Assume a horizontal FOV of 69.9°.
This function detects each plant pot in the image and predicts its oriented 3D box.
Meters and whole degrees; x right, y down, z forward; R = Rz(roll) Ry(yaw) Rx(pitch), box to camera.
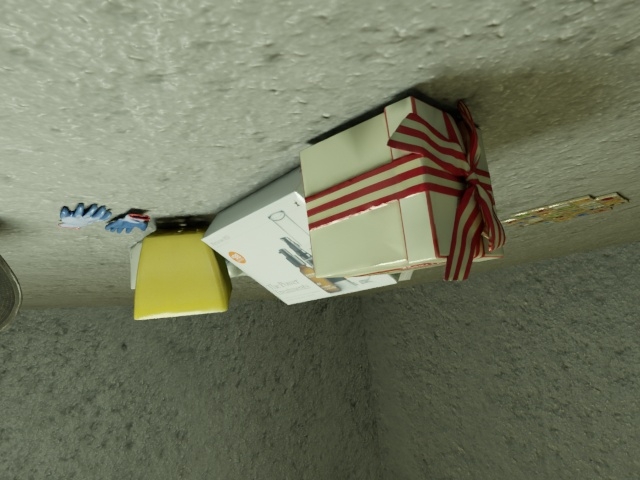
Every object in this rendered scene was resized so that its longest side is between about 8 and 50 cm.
[{"bbox_3d":[-0.341,0.066,1.142,0.212,0.187,0.212,-4,-171,-7],"label":"plant pot"}]

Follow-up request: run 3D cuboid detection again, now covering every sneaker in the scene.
[{"bbox_3d":[-0.285,0.092,1.675,0.086,0.085,0.237,17,-175,30],"label":"sneaker"}]

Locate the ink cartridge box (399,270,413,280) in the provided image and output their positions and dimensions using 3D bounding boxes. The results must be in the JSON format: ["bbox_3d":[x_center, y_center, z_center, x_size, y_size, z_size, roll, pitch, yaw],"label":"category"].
[{"bbox_3d":[0.246,0.061,1.580,0.225,0.180,0.056,-5,-146,-37],"label":"ink cartridge box"}]

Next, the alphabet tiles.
[{"bbox_3d":[0.780,-0.091,1.476,0.343,0.011,0.285,-17,164,41],"label":"alphabet tiles"}]

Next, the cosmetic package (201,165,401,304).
[{"bbox_3d":[-0.048,0.008,0.994,0.284,0.097,0.377,42,144,-22],"label":"cosmetic package"}]

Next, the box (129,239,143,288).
[{"bbox_3d":[-0.426,0.073,1.361,0.233,0.126,0.149,3,165,-39],"label":"box"}]

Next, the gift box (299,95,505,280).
[{"bbox_3d":[0.130,-0.056,0.716,0.258,0.254,0.276,-15,174,40],"label":"gift box"}]

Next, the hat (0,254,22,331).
[{"bbox_3d":[-0.806,0.066,0.977,0.332,0.331,0.134,-3,-154,-13],"label":"hat"}]

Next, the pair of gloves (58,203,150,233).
[{"bbox_3d":[-0.479,-0.046,1.028,0.198,0.023,0.159,6,165,-42],"label":"pair of gloves"}]
